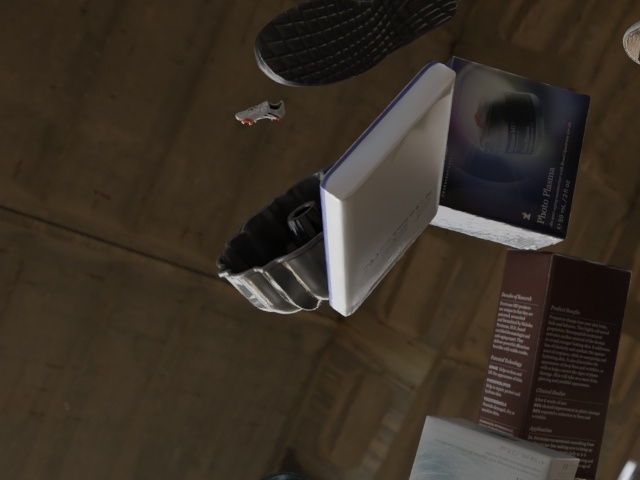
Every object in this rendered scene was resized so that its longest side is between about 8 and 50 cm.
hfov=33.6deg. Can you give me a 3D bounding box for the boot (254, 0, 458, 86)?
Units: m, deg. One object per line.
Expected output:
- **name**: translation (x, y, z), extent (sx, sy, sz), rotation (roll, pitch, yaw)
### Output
- **boot**: translation (0.021, -0.273, 1.523), extent (0.338, 0.222, 0.118), rotation (-22, -89, -30)

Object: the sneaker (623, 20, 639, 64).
- **sneaker**: translation (0.647, -0.345, 1.724), extent (0.123, 0.290, 0.106), rotation (-54, -47, -44)

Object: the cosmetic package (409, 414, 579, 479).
- **cosmetic package**: translation (0.262, 0.421, 1.697), extent (0.138, 0.224, 0.225), rotation (18, -94, -56)

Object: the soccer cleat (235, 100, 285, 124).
- **soccer cleat**: translation (-0.098, -0.212, 1.736), extent (0.083, 0.029, 0.036), rotation (-6, -47, -16)

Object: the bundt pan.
- **bundt pan**: translation (0.000, 0.000, 1.699), extent (0.331, 0.331, 0.124), rotation (-42, -70, -24)

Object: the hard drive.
- **hard drive**: translation (0.082, -0.052, 1.303), extent (0.210, 0.040, 0.319), rotation (-48, -19, -19)

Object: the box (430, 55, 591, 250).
- **box**: translation (0.335, -0.162, 2.057), extent (0.294, 0.183, 0.296), rotation (14, -102, -10)

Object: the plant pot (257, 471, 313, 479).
- **plant pot**: translation (0.090, 0.442, 1.244), extent (0.341, 0.334, 0.341), rotation (20, -115, -52)

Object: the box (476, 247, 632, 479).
- **box**: translation (0.405, 0.217, 1.867), extent (0.191, 0.143, 0.381), rotation (12, -91, -29)
